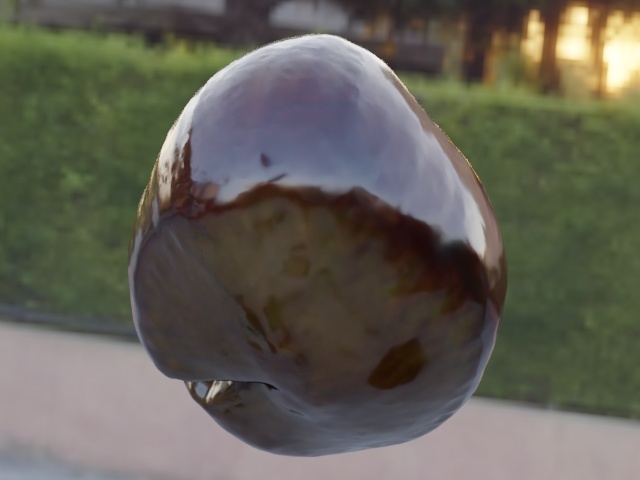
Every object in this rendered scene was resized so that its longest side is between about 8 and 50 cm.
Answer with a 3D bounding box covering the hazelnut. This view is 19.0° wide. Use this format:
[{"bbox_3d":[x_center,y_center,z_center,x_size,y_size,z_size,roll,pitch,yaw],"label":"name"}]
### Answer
[{"bbox_3d":[0.000,0.000,1.068,0.217,0.217,0.251,6,-39,22],"label":"hazelnut"}]
